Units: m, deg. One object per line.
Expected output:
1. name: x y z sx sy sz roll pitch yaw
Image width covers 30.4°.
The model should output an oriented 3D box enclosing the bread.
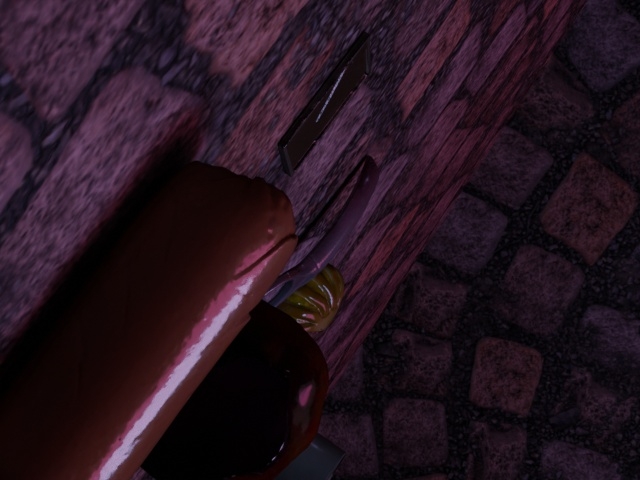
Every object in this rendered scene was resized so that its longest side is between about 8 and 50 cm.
1. bread: -0.010 0.075 1.749 0.094 0.083 0.157 -69 167 11

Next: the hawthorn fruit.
1. hawthorn fruit: -0.097 0.167 1.215 0.215 0.215 0.249 -51 169 -22

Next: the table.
1. table: -0.091 0.266 1.536 0.126 0.220 0.126 -55 170 -14

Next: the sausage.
1. sausage: -0.137 0.072 0.902 0.304 0.121 0.121 -54 171 -5

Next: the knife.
1. knife: 0.002 0.001 1.601 0.278 0.053 0.123 -50 176 -20

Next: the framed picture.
1. framed picture: 0.006 -0.139 1.226 0.149 0.011 0.109 -54 171 -9
